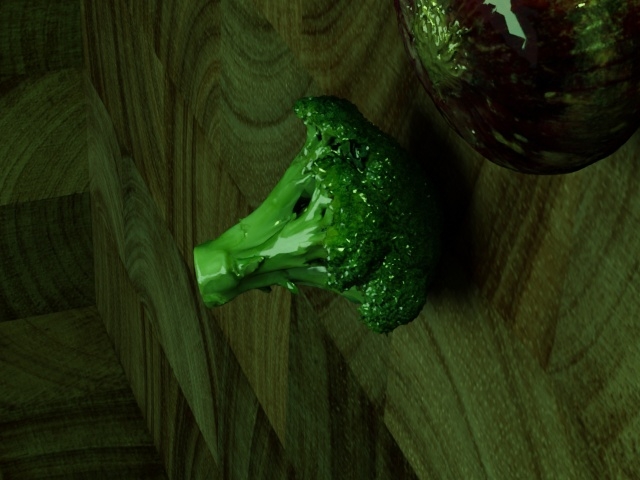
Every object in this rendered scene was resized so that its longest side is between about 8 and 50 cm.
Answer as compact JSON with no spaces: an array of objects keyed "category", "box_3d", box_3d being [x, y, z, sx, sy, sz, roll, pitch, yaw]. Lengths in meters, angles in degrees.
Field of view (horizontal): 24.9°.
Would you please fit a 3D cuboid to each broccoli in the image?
[{"category":"broccoli","box_3d":[0.000,0.000,1.509,0.254,0.269,0.269,-105,16,-48]}]

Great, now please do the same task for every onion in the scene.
[{"category":"onion","box_3d":[0.159,-0.170,1.067,0.246,0.190,0.246,56,168,19]}]

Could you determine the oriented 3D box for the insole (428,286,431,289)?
[{"category":"insole","box_3d":[0.076,-0.009,1.672,0.253,0.005,0.086,-132,36,-59]}]
